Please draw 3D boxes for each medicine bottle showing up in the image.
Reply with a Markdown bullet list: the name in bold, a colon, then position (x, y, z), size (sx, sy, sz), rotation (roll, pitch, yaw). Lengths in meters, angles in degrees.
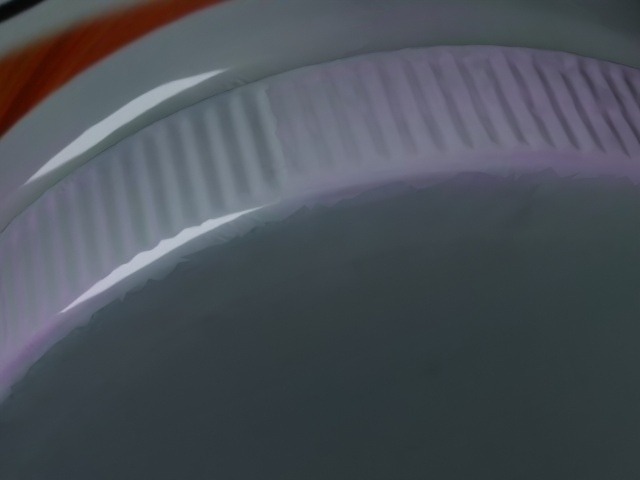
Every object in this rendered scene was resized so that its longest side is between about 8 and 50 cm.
- **medicine bottle**: position (0.000, 0.000, 0.471), size (0.252, 0.252, 0.241), rotation (-42, 39, 21)
